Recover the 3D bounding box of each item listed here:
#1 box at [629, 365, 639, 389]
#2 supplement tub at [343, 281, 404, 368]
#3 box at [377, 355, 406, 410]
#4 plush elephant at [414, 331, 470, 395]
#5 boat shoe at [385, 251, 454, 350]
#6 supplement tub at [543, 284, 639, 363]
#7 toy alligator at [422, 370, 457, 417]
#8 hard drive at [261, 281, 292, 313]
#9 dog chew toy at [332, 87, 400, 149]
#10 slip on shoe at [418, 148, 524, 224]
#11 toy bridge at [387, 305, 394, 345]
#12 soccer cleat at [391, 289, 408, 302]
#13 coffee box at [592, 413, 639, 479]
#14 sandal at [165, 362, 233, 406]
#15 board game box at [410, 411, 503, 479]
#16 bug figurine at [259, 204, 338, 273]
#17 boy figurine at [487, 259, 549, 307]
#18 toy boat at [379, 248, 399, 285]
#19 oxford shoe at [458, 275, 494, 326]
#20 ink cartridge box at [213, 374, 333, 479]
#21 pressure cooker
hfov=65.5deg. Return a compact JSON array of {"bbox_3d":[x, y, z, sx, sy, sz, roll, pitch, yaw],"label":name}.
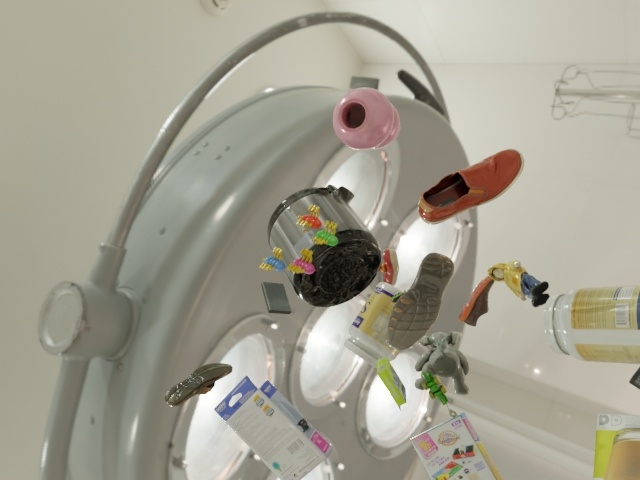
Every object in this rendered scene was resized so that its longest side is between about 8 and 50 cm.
[{"bbox_3d":[1.341,0.396,1.811,0.343,0.179,0.312,-21,-46,-38],"label":"box"},{"bbox_3d":[0.274,0.377,2.185,0.331,0.241,0.241,-56,-39,-8],"label":"supplement tub"},{"bbox_3d":[0.274,0.539,1.881,0.178,0.042,0.109,58,-166,-9],"label":"box"},{"bbox_3d":[0.612,0.582,2.531,0.255,0.272,0.330,-60,-33,-70],"label":"plush elephant"},{"bbox_3d":[0.317,0.203,1.562,0.355,0.132,0.130,-52,-21,-25],"label":"boat shoe"},{"bbox_3d":[0.870,0.253,1.499,0.228,0.316,0.228,7,-102,-40],"label":"supplement tub"},{"bbox_3d":[0.392,0.500,1.646,0.189,0.056,0.051,54,-161,-8],"label":"toy alligator"},{"bbox_3d":[-0.170,0.219,1.900,0.094,0.135,0.022,9,-49,-32],"label":"hard drive"},{"bbox_3d":[0.181,-0.410,1.738,0.332,0.207,0.206,-7,-72,-63],"label":"dog chew toy"},{"bbox_3d":[0.425,-0.159,1.403,0.331,0.123,0.101,-29,-31,3],"label":"slip on shoe"},{"bbox_3d":[0.287,0.309,1.817,0.188,0.063,0.026,-69,-23,-50],"label":"toy bridge"},{"bbox_3d":[0.335,0.225,1.872,0.179,0.060,0.072,-1,-116,-45],"label":"soccer cleat"},{"bbox_3d":[0.749,0.584,0.950,0.338,0.338,0.334,59,-138,-22],"label":"coffee box"},{"bbox_3d":[-0.359,0.437,1.488,0.219,0.090,0.060,-32,-56,-43],"label":"sandal"},{"bbox_3d":[0.527,0.859,1.902,0.242,0.316,0.064,-36,-23,21],"label":"board game box"},{"bbox_3d":[-0.058,0.019,1.601,0.279,0.216,0.072,-49,-48,-16],"label":"bug figurine"},{"bbox_3d":[0.786,0.151,1.996,0.092,0.285,0.177,-23,-62,-13],"label":"boy figurine"},{"bbox_3d":[0.350,0.149,2.753,0.231,0.151,0.151,91,178,-46],"label":"toy boat"},{"bbox_3d":[0.767,0.286,2.371,0.271,0.098,0.097,-62,-6,17],"label":"oxford shoe"},{"bbox_3d":[-0.135,0.525,1.392,0.186,0.311,0.065,-49,-4,27],"label":"ink cartridge box"},{"bbox_3d":[-0.002,-0.003,1.929,0.370,0.420,0.375,-18,-44,-19],"label":"pressure cooker"}]
